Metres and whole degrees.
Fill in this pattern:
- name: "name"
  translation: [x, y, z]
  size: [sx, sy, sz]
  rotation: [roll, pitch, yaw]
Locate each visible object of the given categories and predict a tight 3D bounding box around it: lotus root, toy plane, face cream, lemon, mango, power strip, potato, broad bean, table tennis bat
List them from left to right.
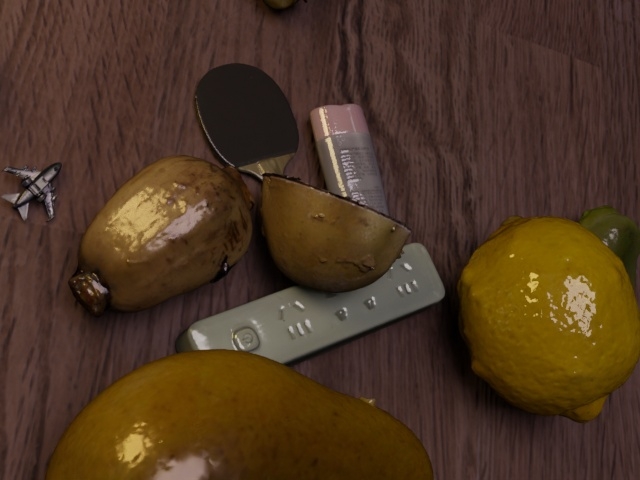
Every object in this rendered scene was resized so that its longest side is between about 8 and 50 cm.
- name: "toy plane"
  translation: [-0.328, -0.064, 1.051]
  size: [0.079, 0.031, 0.083]
  rotation: [51, 60, -20]
- name: "lotus root"
  translation: [-0.171, -0.008, 1.047]
  size: [0.154, 0.140, 0.257]
  rotation: [47, 64, 3]
- name: "mango"
  translation: [-0.065, 0.264, 0.959]
  size: [0.444, 0.220, 0.302]
  rotation: [2, 80, -37]
- name: "table tennis bat"
  translation: [-0.080, -0.125, 1.202]
  size: [0.138, 0.022, 0.247]
  rotation: [-18, 80, -30]
- name: "power strip"
  translation: [-0.011, 0.097, 1.134]
  size: [0.385, 0.062, 0.091]
  rotation: [-19, 78, -31]
- name: "potato"
  translation: [0.000, 0.000, 1.097]
  size: [0.202, 0.182, 0.117]
  rotation: [21, 90, 17]
- name: "face cream"
  translation: [0.042, -0.088, 1.230]
  size: [0.084, 0.057, 0.199]
  rotation: [-5, 73, -28]
- name: "lemon"
  translation: [0.301, 0.101, 1.193]
  size: [0.233, 0.233, 0.288]
  rotation: [-12, 80, -29]
- name: "broad bean"
  translation: [0.428, 0.031, 1.364]
  size: [0.124, 0.082, 0.175]
  rotation: [27, 61, -18]

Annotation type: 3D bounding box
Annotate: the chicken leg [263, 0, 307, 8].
- name: "chicken leg"
  translation: [-0.069, -0.431, 1.287]
  size: [0.103, 0.088, 0.228]
  rotation: [-13, 72, -20]
